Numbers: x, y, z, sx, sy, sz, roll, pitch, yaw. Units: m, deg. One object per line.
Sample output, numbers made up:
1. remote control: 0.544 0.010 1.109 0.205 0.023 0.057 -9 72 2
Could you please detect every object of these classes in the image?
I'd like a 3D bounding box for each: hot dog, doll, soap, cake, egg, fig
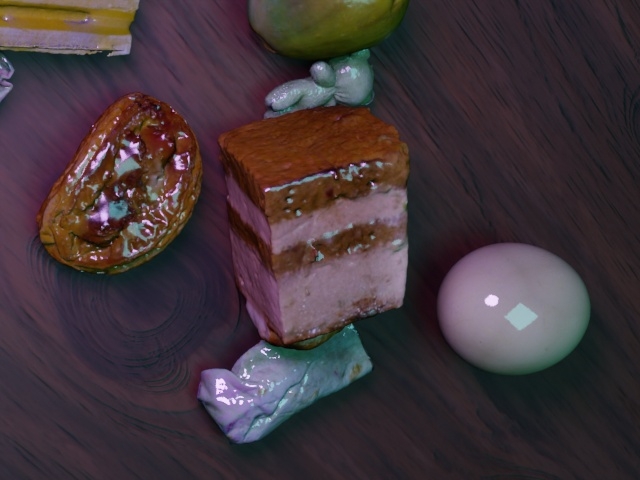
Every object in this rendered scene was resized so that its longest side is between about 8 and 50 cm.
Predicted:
1. hot dog: -0.230 -0.063 1.473 0.160 0.099 0.227 30 83 -33
2. doll: -0.004 -0.195 1.587 0.150 0.077 0.115 -24 148 -15
3. soap: -0.298 -0.271 1.341 0.233 0.076 0.135 -8 113 -51
4. cake: 0.000 0.000 1.548 0.199 0.196 0.293 -16 119 -20
5. egg: 0.271 0.095 1.754 0.242 0.186 0.186 1 102 -41
6. fig: 0.004 -0.296 1.507 0.191 0.181 0.181 -37 119 5

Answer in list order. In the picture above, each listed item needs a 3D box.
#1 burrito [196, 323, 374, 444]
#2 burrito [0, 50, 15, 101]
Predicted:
1. burrito: -0.044 0.177 1.647 0.229 0.089 0.144 -36 113 -21
2. burrito: -0.447 -0.097 1.351 0.096 0.066 0.309 40 81 -29
